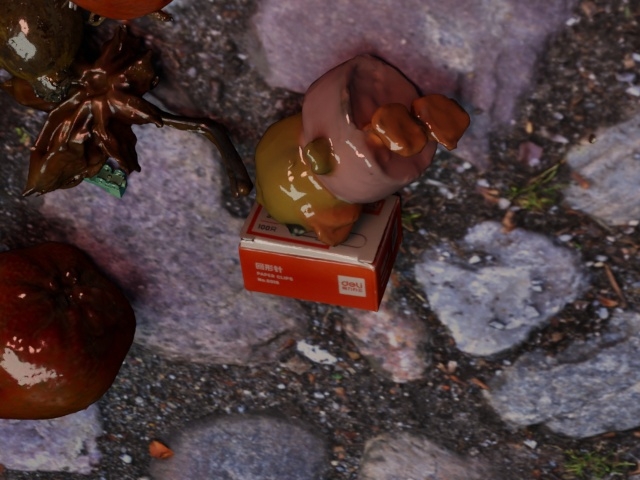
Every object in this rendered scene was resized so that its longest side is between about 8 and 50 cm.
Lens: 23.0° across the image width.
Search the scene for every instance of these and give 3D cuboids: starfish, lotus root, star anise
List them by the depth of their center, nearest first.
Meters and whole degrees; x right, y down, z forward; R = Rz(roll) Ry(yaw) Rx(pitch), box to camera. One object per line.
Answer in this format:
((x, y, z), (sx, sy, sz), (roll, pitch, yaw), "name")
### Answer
((-0.229, -0.266, 1.788), (0.133, 0.130, 0.041), (0, 97, 17), "starfish")
((-0.332, -0.258, 1.794), (0.120, 0.120, 0.210), (-21, 89, 39), "lotus root")
((-0.239, -0.135, 1.894), (0.346, 0.148, 0.237), (21, 97, 2), "star anise")

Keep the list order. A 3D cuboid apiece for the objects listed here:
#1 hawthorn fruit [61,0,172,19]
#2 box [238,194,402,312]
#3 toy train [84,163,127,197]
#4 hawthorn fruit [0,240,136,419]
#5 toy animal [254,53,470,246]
((-0.217, -0.326, 1.646), (0.211, 0.211, 0.299), (32, 149, -12), "hawthorn fruit")
((0.000, 0.000, 1.951), (0.182, 0.133, 0.099), (10, 137, 15), "box")
((-0.296, -0.087, 2.069), (0.092, 0.029, 0.045), (21, 156, 7), "toy train")
((-0.403, 0.145, 2.206), (0.254, 0.254, 0.300), (29, 142, -9), "hawthorn fruit")
((0.018, -0.099, 1.820), (0.281, 0.195, 0.169), (-41, 71, 43), "toy animal")
